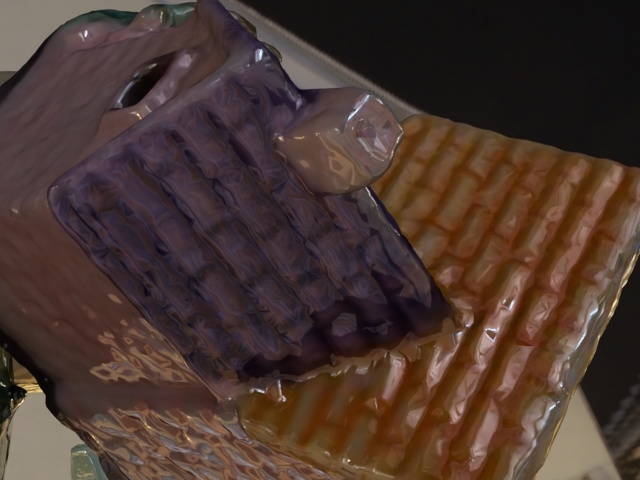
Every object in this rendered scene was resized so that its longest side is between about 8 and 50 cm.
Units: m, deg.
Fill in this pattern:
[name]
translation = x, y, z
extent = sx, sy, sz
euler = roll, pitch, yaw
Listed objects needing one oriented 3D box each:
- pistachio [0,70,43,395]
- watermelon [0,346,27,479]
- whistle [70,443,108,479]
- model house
[pistachio]
translation = -0.230, -0.014, 1.044
extent = 0.445, 0.365, 0.281
euler = -28, -56, -30
[watermelon]
translation = -0.321, 0.073, 0.594
extent = 0.363, 0.363, 0.363
euler = -12, -38, -10
[whistle]
translation = -0.154, 0.277, 0.984
extent = 0.110, 0.244, 0.092
euler = -12, 4, 41
[model house]
translation = 0.000, 0.000, 0.546
extent = 0.237, 0.202, 0.237
euler = -4, -52, 46
